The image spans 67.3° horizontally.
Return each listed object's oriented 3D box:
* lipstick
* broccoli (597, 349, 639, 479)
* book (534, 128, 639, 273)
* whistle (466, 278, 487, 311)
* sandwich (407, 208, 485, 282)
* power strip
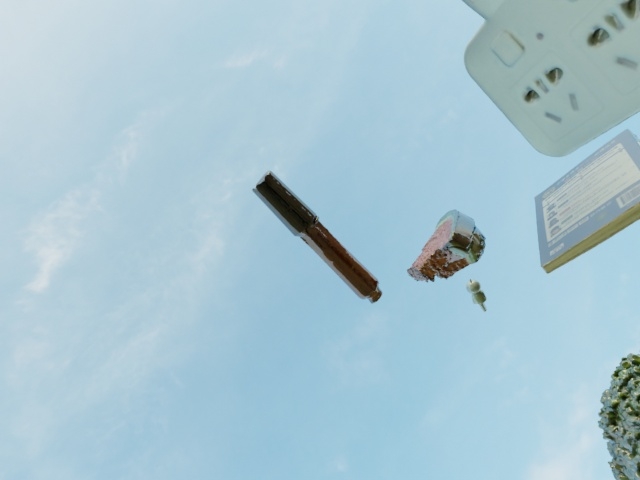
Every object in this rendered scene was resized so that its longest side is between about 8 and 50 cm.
[{"bbox_3d":[0.000,0.000,1.174,0.418,0.077,0.077,46,-101,-12],"label":"lipstick"},{"bbox_3d":[0.538,0.283,0.691,0.245,0.288,0.248,18,-76,27],"label":"broccoli"},{"bbox_3d":[0.658,-0.109,1.170,0.039,0.428,0.300,43,-56,-4],"label":"book"},{"bbox_3d":[0.380,0.132,1.165,0.035,0.035,0.100,-37,-68,-12],"label":"whistle"},{"bbox_3d":[0.244,0.018,0.896,0.079,0.235,0.159,37,-95,3],"label":"sandwich"},{"bbox_3d":[0.240,-0.243,0.462,0.141,0.229,0.261,-39,-94,-19],"label":"power strip"}]
